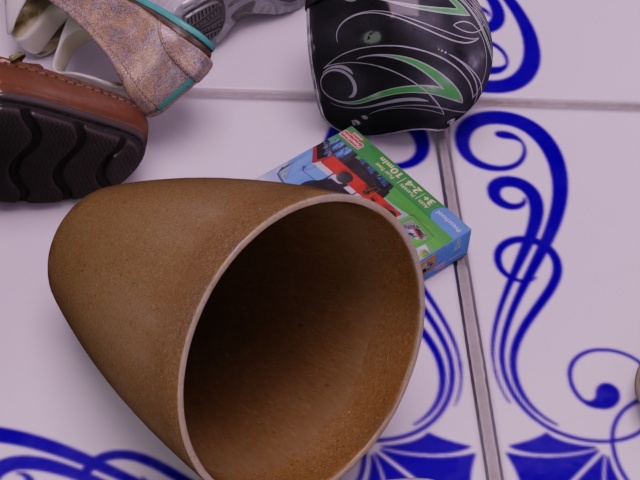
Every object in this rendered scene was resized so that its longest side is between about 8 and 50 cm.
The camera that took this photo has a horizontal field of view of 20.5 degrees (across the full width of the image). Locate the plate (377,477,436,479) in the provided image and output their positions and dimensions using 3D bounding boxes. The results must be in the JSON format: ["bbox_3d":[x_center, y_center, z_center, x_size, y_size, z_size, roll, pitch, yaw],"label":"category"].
[{"bbox_3d":[-0.023,0.279,1.264,0.278,0.045,0.277,0,49,-8],"label":"plate"}]

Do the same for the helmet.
[{"bbox_3d":[0.077,-0.180,1.628,0.161,0.169,0.169,-5,47,10],"label":"helmet"}]

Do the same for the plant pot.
[{"bbox_3d":[-0.092,0.048,1.355,0.237,0.237,0.254,-33,36,-31],"label":"plant pot"}]

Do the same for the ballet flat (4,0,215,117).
[{"bbox_3d":[-0.229,-0.208,1.633,0.316,0.107,0.106,37,92,38],"label":"ballet flat"}]

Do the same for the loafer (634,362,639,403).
[{"bbox_3d":[0.355,0.059,1.483,0.102,0.092,0.268,32,51,20],"label":"loafer"}]

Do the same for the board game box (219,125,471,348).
[{"bbox_3d":[0.000,0.000,1.524,0.211,0.039,0.160,-31,59,-30],"label":"board game box"}]

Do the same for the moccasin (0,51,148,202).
[{"bbox_3d":[-0.336,-0.125,1.518,0.380,0.139,0.147,7,45,-9],"label":"moccasin"}]

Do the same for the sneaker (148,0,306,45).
[{"bbox_3d":[-0.091,-0.268,1.725,0.232,0.090,0.115,-28,53,-30],"label":"sneaker"}]
